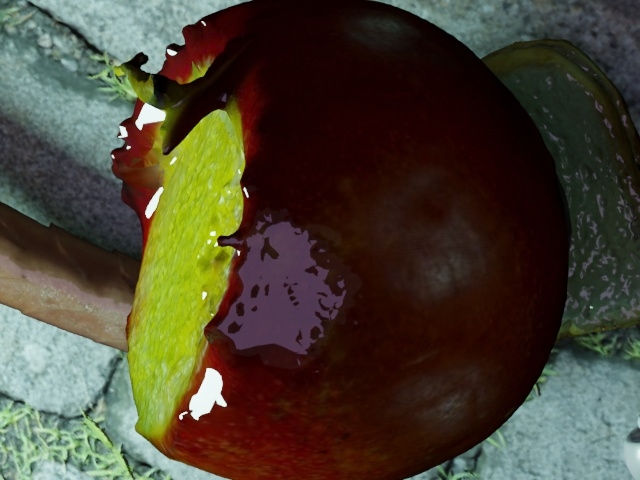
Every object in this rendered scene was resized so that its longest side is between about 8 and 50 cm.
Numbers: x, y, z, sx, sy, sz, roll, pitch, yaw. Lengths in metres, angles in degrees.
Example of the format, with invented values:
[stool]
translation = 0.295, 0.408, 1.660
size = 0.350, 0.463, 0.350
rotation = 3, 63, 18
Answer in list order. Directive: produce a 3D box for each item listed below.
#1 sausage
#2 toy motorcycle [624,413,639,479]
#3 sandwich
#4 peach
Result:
[sausage]
translation = -0.274, 0.009, 1.457
size = 0.433, 0.088, 0.088
rotation = 24, 108, -1
[toy motorcycle]
translation = 0.358, 0.142, 1.337
size = 0.254, 0.112, 0.112
rotation = -21, 97, 19
[sandwich]
translation = 0.134, -0.016, 1.365
size = 0.273, 0.095, 0.249
rotation = -23, 93, 19
[peach]
translation = 0.013, 0.000, 1.181
size = 0.310, 0.406, 0.335
rotation = 0, 89, -13
